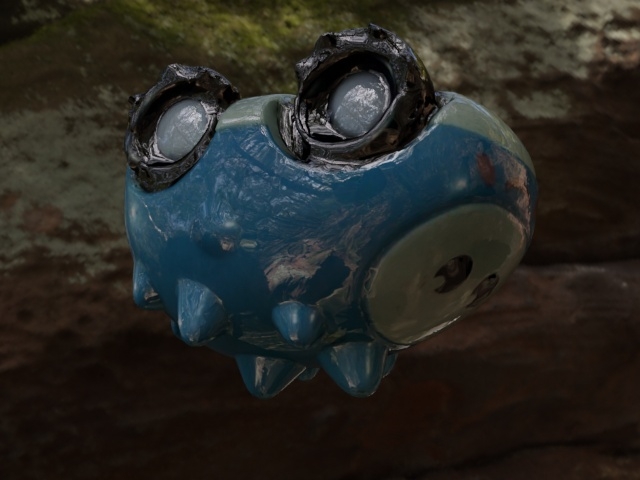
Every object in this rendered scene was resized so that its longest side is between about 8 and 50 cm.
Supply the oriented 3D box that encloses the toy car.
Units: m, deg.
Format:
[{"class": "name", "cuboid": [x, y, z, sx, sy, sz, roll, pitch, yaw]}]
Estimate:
[{"class": "toy car", "cuboid": [0.000, 0.000, 0.580, 0.188, 0.255, 0.190, 30, -120, -57]}]
